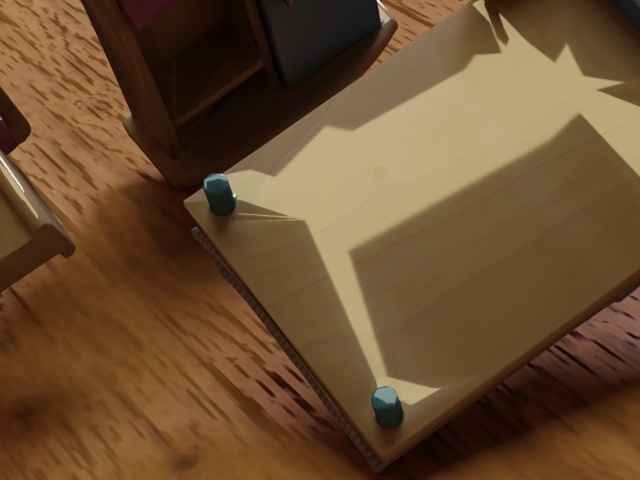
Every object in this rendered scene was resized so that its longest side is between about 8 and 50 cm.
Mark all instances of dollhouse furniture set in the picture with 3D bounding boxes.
[{"bbox_3d":[0.000,0.000,0.796,0.286,0.198,0.303,-37,66,-9],"label":"dollhouse furniture set"}]
